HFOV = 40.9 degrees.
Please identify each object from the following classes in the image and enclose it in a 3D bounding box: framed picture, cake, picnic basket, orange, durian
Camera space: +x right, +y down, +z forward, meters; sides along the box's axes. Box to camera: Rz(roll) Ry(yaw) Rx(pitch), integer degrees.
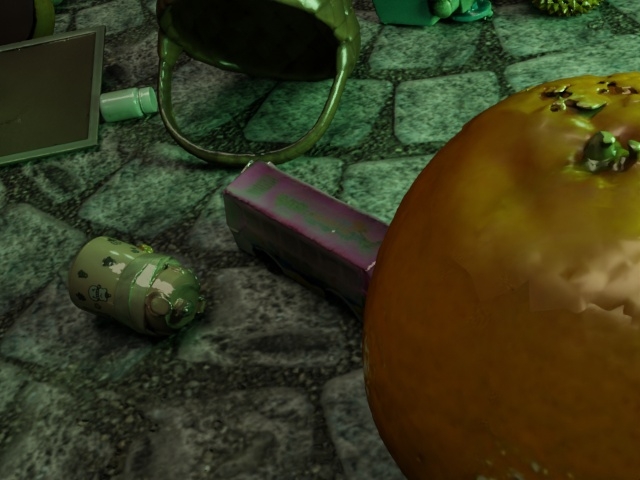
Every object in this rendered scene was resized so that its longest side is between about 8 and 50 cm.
[{"bbox_3d":[-0.465,-0.234,1.408,0.231,0.018,0.293,-10,52,4],"label":"framed picture"},{"bbox_3d":[-0.594,-0.403,1.590,0.207,0.185,0.178,-42,1,-4],"label":"cake"},{"bbox_3d":[-0.092,-0.254,1.208,0.292,0.337,0.337,5,42,13],"label":"picnic basket"},{"bbox_3d":[0.235,0.056,0.647,0.423,0.326,0.424,-9,37,7],"label":"orange"},{"bbox_3d":[0.383,-0.421,1.344,0.168,0.137,0.158,3,60,0],"label":"durian"}]

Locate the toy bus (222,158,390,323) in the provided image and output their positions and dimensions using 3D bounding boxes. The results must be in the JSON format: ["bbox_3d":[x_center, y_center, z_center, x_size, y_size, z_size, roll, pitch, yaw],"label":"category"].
[{"bbox_3d":[-0.001,0.000,0.964,0.090,0.112,0.274,-43,46,-21],"label":"toy bus"}]

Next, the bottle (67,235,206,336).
[{"bbox_3d":[-0.199,0.056,0.972,0.152,0.099,0.099,15,47,22],"label":"bottle"}]

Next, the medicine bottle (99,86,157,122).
[{"bbox_3d":[-0.305,-0.216,1.362,0.083,0.047,0.047,-9,39,5],"label":"medicine bottle"}]

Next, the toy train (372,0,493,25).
[{"bbox_3d":[0.234,-0.466,1.451,0.194,0.120,0.298,14,46,37],"label":"toy train"}]

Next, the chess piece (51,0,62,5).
[{"bbox_3d":[-0.562,-0.529,1.779,0.139,0.139,0.272,4,54,21],"label":"chess piece"}]
